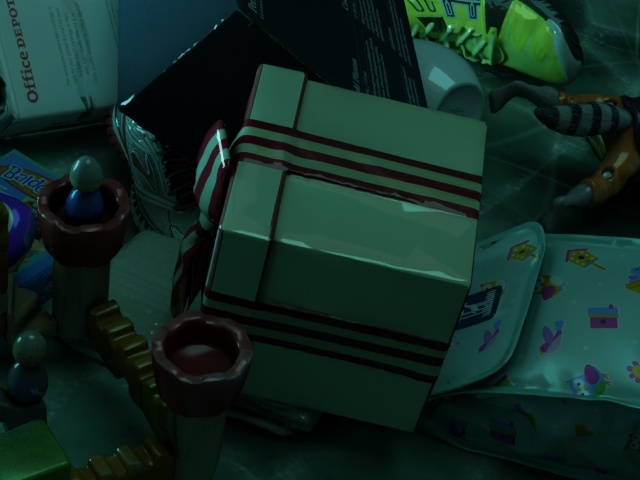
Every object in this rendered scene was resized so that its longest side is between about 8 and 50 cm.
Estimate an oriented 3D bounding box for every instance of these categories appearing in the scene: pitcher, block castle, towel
[{"bbox_3d":[0.123,-0.193,2.121,0.177,0.125,0.207,-2,26,-39],"label":"pitcher"},{"bbox_3d":[-0.315,0.110,1.443,0.453,0.213,0.303,-19,48,-28],"label":"block castle"},{"bbox_3d":[-0.103,0.090,1.718,0.282,0.049,0.187,23,36,14],"label":"towel"}]

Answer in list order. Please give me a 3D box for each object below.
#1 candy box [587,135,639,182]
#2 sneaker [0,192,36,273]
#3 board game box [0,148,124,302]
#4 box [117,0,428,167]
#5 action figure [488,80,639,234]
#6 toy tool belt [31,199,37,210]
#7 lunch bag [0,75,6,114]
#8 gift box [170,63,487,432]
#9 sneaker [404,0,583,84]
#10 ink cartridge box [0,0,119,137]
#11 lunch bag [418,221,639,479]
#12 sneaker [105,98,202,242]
[{"bbox_3d":[0.449,-0.114,2.192,0.206,0.027,0.105,-1,43,-20],"label":"candy box"},{"bbox_3d":[-0.421,-0.020,1.619,0.293,0.146,0.102,0,65,8],"label":"sneaker"},{"bbox_3d":[-0.324,-0.002,1.763,0.160,0.047,0.210,29,39,19],"label":"board game box"},{"bbox_3d":[-0.052,-0.211,1.891,0.312,0.179,0.343,38,28,-32],"label":"box"},{"bbox_3d":[0.401,-0.093,2.015,0.330,0.178,0.341,-11,50,-14],"label":"action figure"},{"bbox_3d":[-0.249,-0.036,1.751,0.051,0.052,0.083,41,42,17],"label":"toy tool belt"},{"bbox_3d":[-0.498,-0.169,1.770,0.235,0.169,0.287,8,8,34],"label":"lunch bag"},{"bbox_3d":[0.000,0.000,1.623,0.258,0.255,0.276,12,41,-4],"label":"gift box"},{"bbox_3d":[0.169,-0.297,2.285,0.384,0.145,0.147,32,70,19],"label":"sneaker"},{"bbox_3d":[-0.285,-0.211,1.960,0.218,0.092,0.159,-11,83,-33],"label":"ink cartridge box"},{"bbox_3d":[0.225,0.106,1.704,0.262,0.160,0.223,9,49,13],"label":"lunch bag"},{"bbox_3d":[-0.167,-0.080,1.856,0.088,0.093,0.225,-14,66,-32],"label":"sneaker"}]
